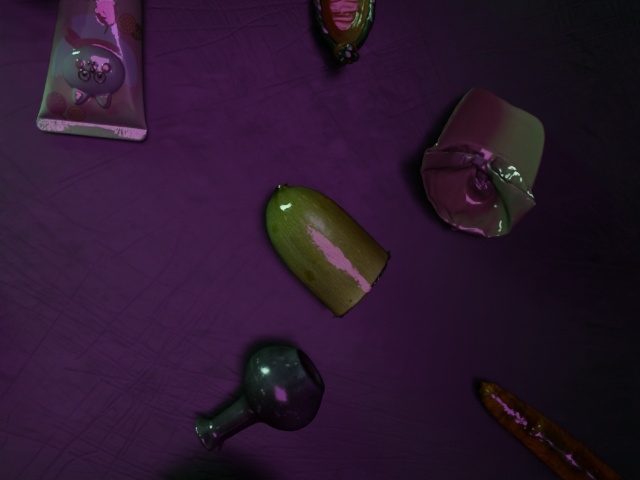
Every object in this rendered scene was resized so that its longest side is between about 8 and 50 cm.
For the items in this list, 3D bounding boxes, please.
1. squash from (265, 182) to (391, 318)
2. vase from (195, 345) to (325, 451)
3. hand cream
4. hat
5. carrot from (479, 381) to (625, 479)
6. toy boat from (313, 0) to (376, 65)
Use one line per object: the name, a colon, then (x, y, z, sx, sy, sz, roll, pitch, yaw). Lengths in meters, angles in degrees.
squash: (0.000, 0.000, 1.218, 0.123, 0.123, 0.187, -44, 97, -6)
vase: (-0.086, 0.223, 1.217, 0.183, 0.120, 0.120, -35, 95, 7)
hand cream: (-0.294, -0.291, 1.197, 0.147, 0.093, 0.306, 5, 99, -7)
hat: (0.232, -0.111, 1.286, 0.166, 0.144, 0.173, 29, 43, 0)
carrot: (0.345, 0.308, 1.303, 0.314, 0.066, 0.066, 40, 85, -3)
toy boat: (0.036, -0.350, 1.234, 0.088, 0.088, 0.230, 1, 91, -7)
